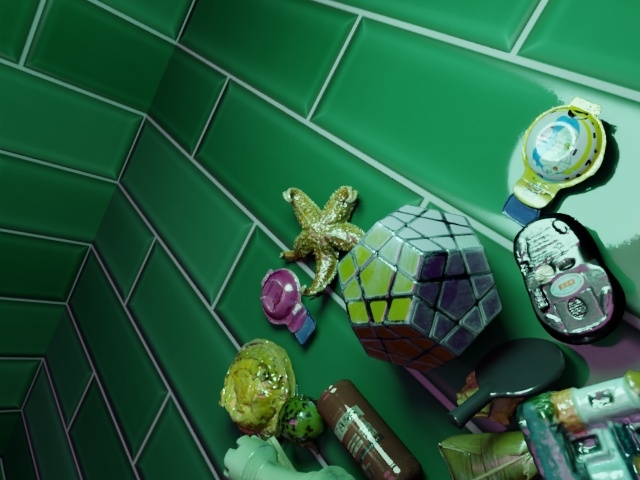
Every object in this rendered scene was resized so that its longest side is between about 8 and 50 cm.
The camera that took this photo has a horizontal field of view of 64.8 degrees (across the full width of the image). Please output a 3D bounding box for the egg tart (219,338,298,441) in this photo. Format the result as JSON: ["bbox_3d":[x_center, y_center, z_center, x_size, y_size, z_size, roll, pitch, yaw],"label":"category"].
[{"bbox_3d":[-0.180,0.406,1.341,0.291,0.107,0.290,-13,70,42],"label":"egg tart"}]

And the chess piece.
[{"bbox_3d":[-0.079,0.553,1.130,0.299,0.195,0.194,14,90,38],"label":"chess piece"}]

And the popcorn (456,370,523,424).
[{"bbox_3d":[0.310,0.283,0.923,0.109,0.089,0.097,-37,17,17],"label":"popcorn"}]

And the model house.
[{"bbox_3d":[0.474,0.301,0.703,0.291,0.185,0.253,-33,55,29],"label":"model house"}]

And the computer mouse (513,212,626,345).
[{"bbox_3d":[0.423,0.064,0.860,0.137,0.096,0.233,-29,57,30],"label":"computer mouse"}]

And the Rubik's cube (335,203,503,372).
[{"bbox_3d":[0.183,0.089,0.961,0.264,0.319,0.319,45,114,11],"label":"Rubik's cube"}]

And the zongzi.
[{"bbox_3d":[0.324,0.434,0.864,0.205,0.094,0.204,-23,69,38],"label":"zongzi"}]

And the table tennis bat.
[{"bbox_3d":[0.311,0.237,0.861,0.027,0.236,0.150,63,161,-15],"label":"table tennis bat"}]

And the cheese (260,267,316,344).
[{"bbox_3d":[-0.088,0.169,1.344,0.244,0.062,0.155,46,112,39],"label":"cheese"}]

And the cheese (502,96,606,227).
[{"bbox_3d":[0.424,-0.138,0.930,0.156,0.064,0.250,45,123,41],"label":"cheese"}]

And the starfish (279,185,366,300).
[{"bbox_3d":[-0.004,0.002,1.275,0.312,0.113,0.302,-12,71,39],"label":"starfish"}]

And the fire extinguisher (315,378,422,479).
[{"bbox_3d":[0.107,0.440,1.031,0.337,0.147,0.106,43,122,42],"label":"fire extinguisher"}]

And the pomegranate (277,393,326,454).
[{"bbox_3d":[-0.040,0.443,1.204,0.122,0.122,0.161,6,113,44],"label":"pomegranate"}]

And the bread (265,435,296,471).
[{"bbox_3d":[-0.101,0.566,1.252,0.068,0.028,0.153,-46,71,24],"label":"bread"}]
